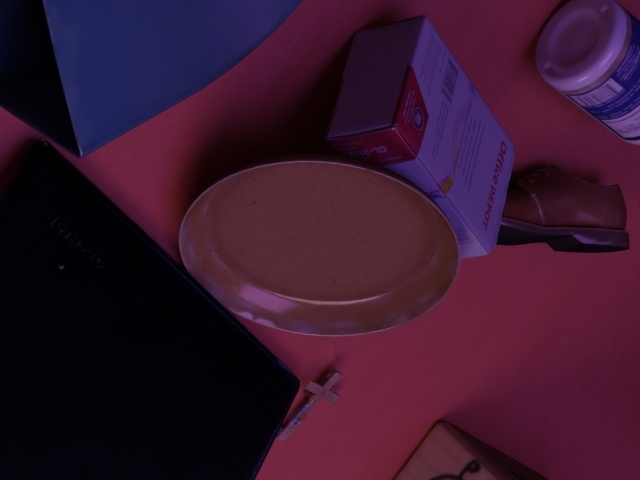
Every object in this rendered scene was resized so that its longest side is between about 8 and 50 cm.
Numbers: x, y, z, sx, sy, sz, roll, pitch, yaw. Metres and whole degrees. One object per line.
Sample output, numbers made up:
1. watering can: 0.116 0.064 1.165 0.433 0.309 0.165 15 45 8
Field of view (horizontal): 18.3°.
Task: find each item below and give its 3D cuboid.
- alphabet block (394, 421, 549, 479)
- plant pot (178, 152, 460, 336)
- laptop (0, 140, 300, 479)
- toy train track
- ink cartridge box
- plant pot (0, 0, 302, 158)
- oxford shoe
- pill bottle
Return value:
1. alphabet block: 0.169 0.323 1.907 0.193 0.197 0.192 34 94 -39
2. plant pot: 0.000 0.000 1.664 0.236 0.032 0.236 3 141 3
3. laptop: -0.281 0.190 1.670 0.408 0.236 0.382 -26 132 21
4. toy train track: -0.012 0.149 1.822 0.083 0.014 0.048 -49 136 8
5. ink cartridge box: 0.087 -0.082 1.680 0.175 0.072 0.127 51 41 -39
6. plant pot: -0.136 -0.202 1.470 0.234 0.166 0.165 -27 126 -26
7. oxford shoe: 0.190 -0.033 1.824 0.212 0.076 0.076 5 82 -31
8. pill bottle: 0.279 -0.144 1.789 0.169 0.094 0.094 32 96 -39
